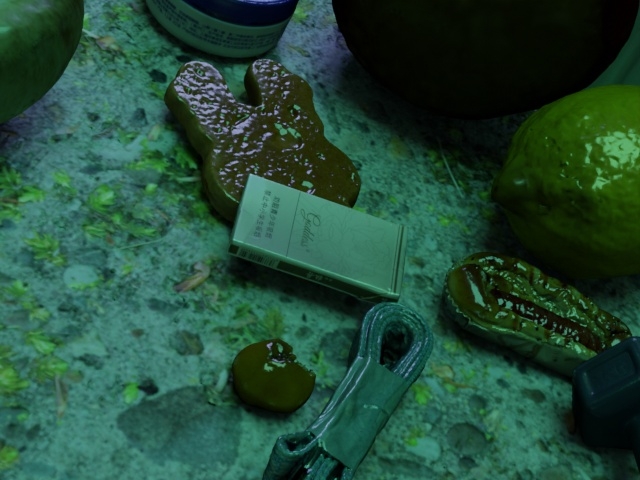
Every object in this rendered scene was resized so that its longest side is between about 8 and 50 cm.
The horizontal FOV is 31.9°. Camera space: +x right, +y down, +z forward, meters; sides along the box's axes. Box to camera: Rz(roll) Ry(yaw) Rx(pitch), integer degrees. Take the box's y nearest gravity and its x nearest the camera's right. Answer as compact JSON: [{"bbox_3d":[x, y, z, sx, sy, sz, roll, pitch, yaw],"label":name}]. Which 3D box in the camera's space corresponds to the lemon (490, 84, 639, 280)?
[{"bbox_3d":[0.359,-0.072,1.402,0.320,0.245,0.245,-7,52,-24],"label":"lemon"}]

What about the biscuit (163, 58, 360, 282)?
[{"bbox_3d":[-0.057,-0.089,1.350,0.202,0.047,0.334,-10,57,-32],"label":"biscuit"}]

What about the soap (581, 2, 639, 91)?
[{"bbox_3d":[0.477,-0.305,1.653,0.173,0.289,0.095,30,45,4],"label":"soap"}]

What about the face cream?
[{"bbox_3d":[-0.133,-0.344,1.517,0.206,0.111,0.206,14,45,-15],"label":"face cream"}]

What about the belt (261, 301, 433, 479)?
[{"bbox_3d":[0.030,0.171,1.130,0.087,0.072,0.302,36,41,3],"label":"belt"}]

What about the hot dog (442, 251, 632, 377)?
[{"bbox_3d":[0.259,0.092,1.320,0.253,0.069,0.131,26,42,-3],"label":"hot dog"}]

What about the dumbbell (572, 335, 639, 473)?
[{"bbox_3d":[0.368,0.259,1.158,0.143,0.156,0.316,-13,49,2],"label":"dumbbell"}]

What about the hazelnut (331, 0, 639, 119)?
[{"bbox_3d":[0.222,-0.342,1.512,0.421,0.421,0.353,-15,95,-36],"label":"hazelnut"}]

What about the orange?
[{"bbox_3d":[-0.047,0.136,1.131,0.086,0.062,0.086,12,46,-13],"label":"orange"}]

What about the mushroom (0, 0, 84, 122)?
[{"bbox_3d":[-0.418,-0.267,1.184,0.352,0.260,0.352,13,55,-19],"label":"mushroom"}]

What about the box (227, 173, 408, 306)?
[{"bbox_3d":[0.000,0.000,1.250,0.198,0.029,0.109,19,47,-9],"label":"box"}]
